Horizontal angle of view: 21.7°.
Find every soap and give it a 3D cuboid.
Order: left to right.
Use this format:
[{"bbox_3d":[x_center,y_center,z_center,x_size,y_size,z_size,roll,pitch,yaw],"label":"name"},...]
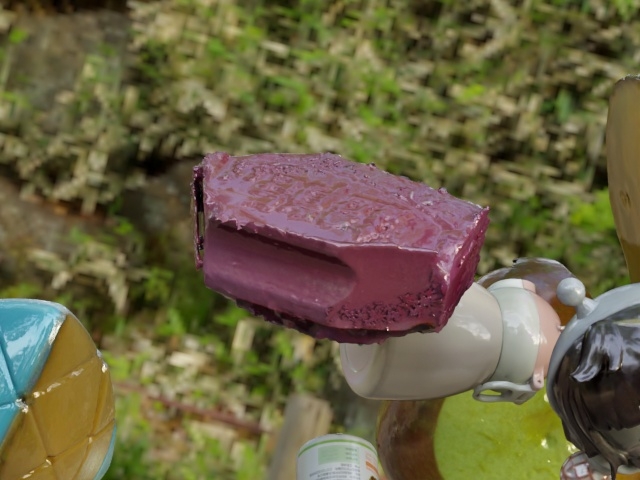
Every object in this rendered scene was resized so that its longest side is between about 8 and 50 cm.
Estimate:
[{"bbox_3d":[0.000,0.000,1.628,0.289,0.112,0.182,18,32,18],"label":"soap"}]

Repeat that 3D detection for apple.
[{"bbox_3d":[0.264,0.226,2.101,0.374,0.384,0.374,18,43,-18],"label":"apple"}]

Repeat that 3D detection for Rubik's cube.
[{"bbox_3d":[-0.290,0.115,1.390,0.254,0.254,0.254,14,4,-1],"label":"Rubik's cube"}]

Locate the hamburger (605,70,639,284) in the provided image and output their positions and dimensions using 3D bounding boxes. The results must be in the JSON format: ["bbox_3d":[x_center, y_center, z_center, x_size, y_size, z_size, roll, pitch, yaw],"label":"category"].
[{"bbox_3d":[0.506,-0.039,1.881,0.278,0.395,0.396,-12,7,-5],"label":"hamburger"}]

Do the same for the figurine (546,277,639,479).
[{"bbox_3d":[0.354,0.158,1.629,0.370,0.281,0.167,35,24,-39],"label":"figurine"}]

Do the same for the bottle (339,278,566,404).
[{"bbox_3d":[0.151,0.102,1.785,0.237,0.147,0.147,5,7,-19],"label":"bottle"}]

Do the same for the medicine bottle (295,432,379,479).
[{"bbox_3d":[0.019,0.287,1.639,0.086,0.086,0.183,13,48,-19],"label":"medicine bottle"}]
